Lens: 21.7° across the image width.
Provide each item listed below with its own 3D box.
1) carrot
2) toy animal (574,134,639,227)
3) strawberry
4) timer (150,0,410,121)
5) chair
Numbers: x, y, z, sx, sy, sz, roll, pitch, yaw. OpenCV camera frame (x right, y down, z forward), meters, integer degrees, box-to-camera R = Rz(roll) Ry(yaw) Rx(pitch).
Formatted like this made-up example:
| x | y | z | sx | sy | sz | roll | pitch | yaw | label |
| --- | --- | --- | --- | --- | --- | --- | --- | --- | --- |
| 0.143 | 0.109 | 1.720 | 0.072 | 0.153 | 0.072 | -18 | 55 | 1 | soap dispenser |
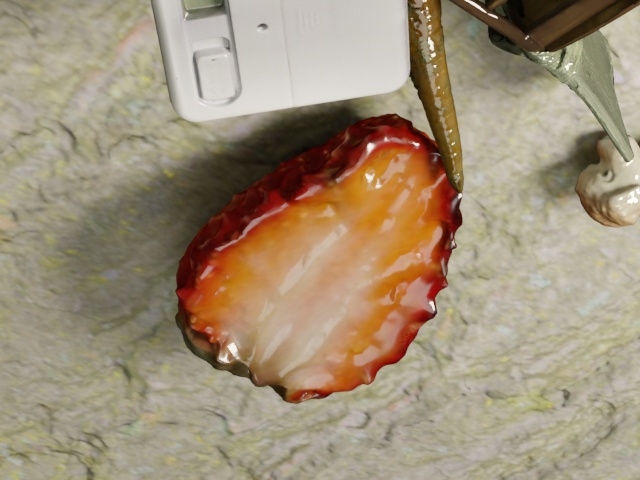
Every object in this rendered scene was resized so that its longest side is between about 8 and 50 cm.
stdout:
| x | y | z | sx | sy | sz | roll | pitch | yaw | label |
| --- | --- | --- | --- | --- | --- | --- | --- | --- | --- |
| 0.099 | -0.154 | 1.494 | 0.049 | 0.049 | 0.254 | -13 | 117 | 3 | carrot |
| 0.356 | -0.043 | 1.704 | 0.185 | 0.104 | 0.184 | -17 | 147 | 1 | toy animal |
| 0.000 | 0.000 | 1.652 | 0.265 | 0.149 | 0.336 | 23 | 119 | -27 | strawberry |
| -0.041 | -0.234 | 1.312 | 0.194 | 0.195 | 0.192 | -8 | 140 | -2 | timer |
| 0.225 | -0.223 | 1.414 | 0.186 | 0.160 | 0.319 | -35 | 132 | 29 | chair |
